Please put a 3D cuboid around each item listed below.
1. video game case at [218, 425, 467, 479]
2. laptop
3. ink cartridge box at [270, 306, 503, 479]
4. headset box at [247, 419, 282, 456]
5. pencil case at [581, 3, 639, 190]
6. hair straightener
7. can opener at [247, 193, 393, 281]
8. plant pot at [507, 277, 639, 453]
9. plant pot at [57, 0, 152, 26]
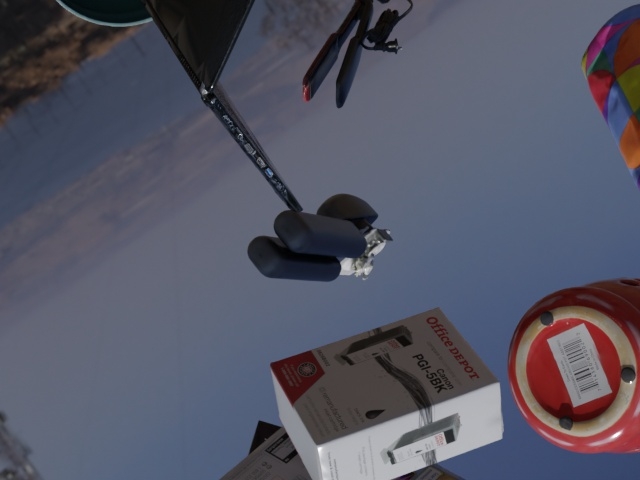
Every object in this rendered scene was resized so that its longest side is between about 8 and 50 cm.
[{"bbox_3d":[-0.002,0.282,1.027,0.244,0.061,0.269,23,-134,39],"label":"video game case"},{"bbox_3d":[-0.068,-0.198,0.979,0.136,0.264,0.234,-35,-130,3],"label":"laptop"},{"bbox_3d":[0.046,0.111,0.810,0.135,0.056,0.099,-18,-145,-14],"label":"ink cartridge box"},{"bbox_3d":[0.021,0.393,1.793,0.218,0.293,0.110,109,-2,-65],"label":"headset box"},{"bbox_3d":[0.273,-0.081,0.861,0.104,0.104,0.236,-33,-137,24],"label":"pencil case"},{"bbox_3d":[0.058,-0.236,1.404,0.047,0.089,0.230,90,21,-43],"label":"hair straightener"},{"bbox_3d":[0.000,0.000,1.216,0.074,0.093,0.280,-46,166,15],"label":"can opener"},{"bbox_3d":[0.300,0.134,1.230,0.191,0.191,0.174,-32,159,34],"label":"plant pot"},{"bbox_3d":[-0.334,-0.510,1.830,0.293,0.293,0.196,-35,-140,-5],"label":"plant pot"}]
